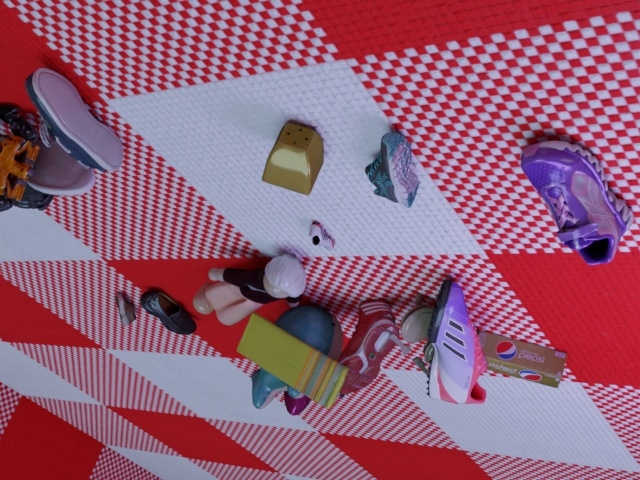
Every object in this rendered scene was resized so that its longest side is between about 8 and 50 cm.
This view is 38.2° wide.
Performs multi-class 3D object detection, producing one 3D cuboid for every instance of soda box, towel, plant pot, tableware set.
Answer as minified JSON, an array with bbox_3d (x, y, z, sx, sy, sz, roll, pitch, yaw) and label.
[{"bbox_3d":[0.398,0.239,1.865,0.181,0.058,0.061,14,151,13],"label":"soda box"},{"bbox_3d":[-0.058,0.246,1.914,0.237,0.102,0.021,30,-160,15],"label":"towel"},{"bbox_3d":[-0.039,-0.136,1.453,0.082,0.081,0.083,18,143,5],"label":"plant pot"},{"bbox_3d":[0.218,0.188,1.872,0.194,0.128,0.039,48,-176,-44],"label":"tableware set"}]

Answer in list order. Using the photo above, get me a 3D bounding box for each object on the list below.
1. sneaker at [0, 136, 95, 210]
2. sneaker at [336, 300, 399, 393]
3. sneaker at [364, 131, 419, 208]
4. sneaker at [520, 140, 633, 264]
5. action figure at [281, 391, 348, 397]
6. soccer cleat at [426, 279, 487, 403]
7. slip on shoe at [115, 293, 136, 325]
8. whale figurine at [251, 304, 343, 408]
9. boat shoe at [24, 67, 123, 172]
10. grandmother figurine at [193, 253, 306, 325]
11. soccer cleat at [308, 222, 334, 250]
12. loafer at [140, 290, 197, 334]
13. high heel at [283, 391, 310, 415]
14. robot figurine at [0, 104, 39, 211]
[{"bbox_3d":[-0.533,-0.118,1.807,0.296,0.104,0.147,12,155,25],"label":"sneaker"},{"bbox_3d":[0.090,0.215,1.929,0.087,0.128,0.221,30,121,-19],"label":"sneaker"},{"bbox_3d":[0.101,-0.108,1.426,0.076,0.065,0.166,14,151,21],"label":"sneaker"},{"bbox_3d":[0.362,-0.046,1.312,0.095,0.104,0.236,-9,140,46],"label":"sneaker"},{"bbox_3d":[-0.055,0.302,2.208,0.276,0.140,0.164,30,163,-21],"label":"action figure"},{"bbox_3d":[0.270,0.200,1.781,0.117,0.108,0.318,11,134,17],"label":"soccer cleat"},{"bbox_3d":[-0.502,0.177,2.393,0.041,0.051,0.135,-17,147,-15],"label":"slip on shoe"},{"bbox_3d":[-0.076,0.251,2.020,0.141,0.216,0.272,34,120,-29],"label":"whale figurine"},{"bbox_3d":[-0.434,-0.201,1.590,0.079,0.095,0.254,-5,155,21],"label":"boat shoe"},{"bbox_3d":[-0.131,0.105,1.935,0.208,0.104,0.342,9,162,-28],"label":"grandmother figurine"},{"bbox_3d":[0.000,0.000,1.720,0.029,0.035,0.083,4,148,29],"label":"soccer cleat"},{"bbox_3d":[-0.365,0.181,2.283,0.061,0.062,0.170,-16,137,43],"label":"loafer"},{"bbox_3d":[-0.070,0.450,2.511,0.082,0.117,0.244,21,153,-2],"label":"high heel"},{"bbox_3d":[-0.650,-0.162,1.713,0.291,0.211,0.085,18,175,14],"label":"robot figurine"}]
